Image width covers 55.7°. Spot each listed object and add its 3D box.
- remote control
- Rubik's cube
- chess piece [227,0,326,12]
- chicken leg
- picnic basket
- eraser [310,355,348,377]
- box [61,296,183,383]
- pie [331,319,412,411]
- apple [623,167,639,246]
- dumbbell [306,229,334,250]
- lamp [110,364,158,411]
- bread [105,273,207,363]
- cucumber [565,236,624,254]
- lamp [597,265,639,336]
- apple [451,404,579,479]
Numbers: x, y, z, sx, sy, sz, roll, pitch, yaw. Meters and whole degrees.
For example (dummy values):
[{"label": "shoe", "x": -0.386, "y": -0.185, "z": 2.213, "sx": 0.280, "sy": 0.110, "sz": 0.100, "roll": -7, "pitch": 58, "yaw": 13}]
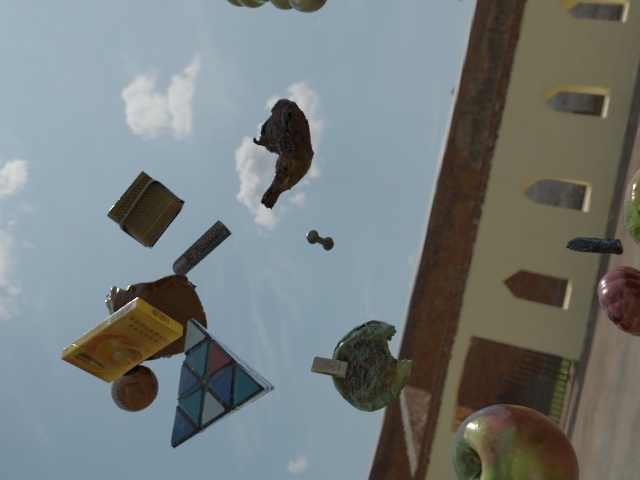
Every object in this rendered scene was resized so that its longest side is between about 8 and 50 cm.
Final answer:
[{"label": "remote control", "x": -0.268, "y": 0.020, "z": 1.354, "sx": 0.152, "sy": 0.043, "sz": 0.027, "roll": -43, "pitch": -13, "yaw": -6}, {"label": "Rubik's cube", "x": -0.156, "y": 0.327, "z": 1.374, "sx": 0.234, "sy": 0.249, "sz": 0.285, "roll": 23, "pitch": -117, "yaw": -51}, {"label": "chess piece", "x": -0.092, "y": -0.597, "z": 1.402, "sx": 0.144, "sy": 0.251, "sz": 0.145, "roll": -40, "pitch": -38, "yaw": -42}, {"label": "chicken leg", "x": -0.111, "y": -0.257, "z": 1.789, "sx": 0.083, "sy": 0.177, "sz": 0.323, "roll": -8, "pitch": -89, "yaw": -76}, {"label": "picnic basket", "x": -0.490, "y": -0.079, "z": 1.712, "sx": 0.165, "sy": 0.139, "sz": 0.266, "roll": -54, "pitch": 11, "yaw": -11}, {"label": "eraser", "x": 0.021, "y": 0.301, "z": 1.440, "sx": 0.019, "sy": 0.083, "sz": 0.038, "roll": 83, "pitch": -161, "yaw": -46}, {"label": "box", "x": -0.490, "y": 0.252, "z": 1.499, "sx": 0.152, "sy": 0.269, "sz": 0.044, "roll": 44, "pitch": -157, "yaw": -35}, {"label": "pie", "x": 0.159, "y": 0.411, "z": 1.979, "sx": 0.066, "sy": 0.302, "sz": 0.303, "roll": 13, "pitch": -91, "yaw": -51}, {"label": "apple", "x": 0.804, "y": -0.076, "z": 1.354, "sx": 0.226, "sy": 0.246, "sz": 0.246, "roll": 17, "pitch": -95, "yaw": -46}, {"label": "dumbbell", "x": 0.000, "y": 0.000, "z": 2.126, "sx": 0.118, "sy": 0.046, "sz": 0.052, "roll": 24, "pitch": -144, "yaw": -52}, {"label": "lamp", "x": -0.533, "y": 0.425, "z": 1.742, "sx": 0.136, "sy": 0.136, "sz": 0.137, "roll": 12, "pitch": -90, "yaw": -70}, {"label": "bread", "x": -0.493, "y": 0.230, "z": 1.828, "sx": 0.225, "sy": 0.278, "sz": 0.250, "roll": 178, "pitch": 77, "yaw": -77}, {"label": "cucumber", "x": 0.858, "y": 0.018, "z": 1.896, "sx": 0.053, "sy": 0.181, "sz": 0.053, "roll": -2, "pitch": -87, "yaw": -45}, {"label": "lamp", "x": 0.774, "y": 0.145, "z": 1.488, "sx": 0.140, "sy": 0.182, "sz": 0.182, "roll": -40, "pitch": 8, "yaw": 40}, {"label": "apple", "x": 0.529, "y": 0.602, "z": 1.641, "sx": 0.319, "sy": 0.276, "sz": 0.320, "roll": -179, "pitch": 90, "yaw": -72}]
